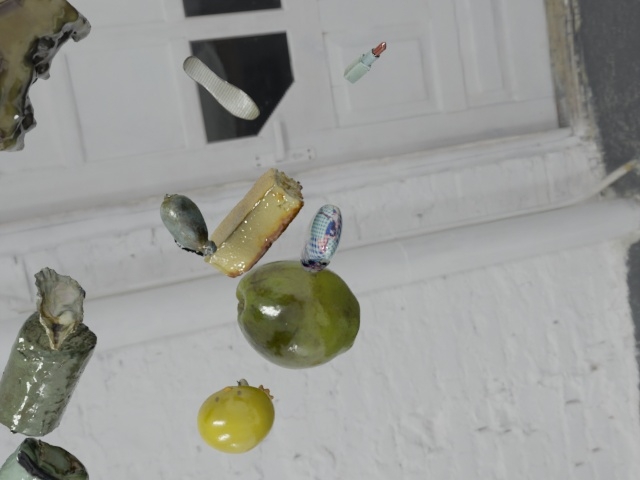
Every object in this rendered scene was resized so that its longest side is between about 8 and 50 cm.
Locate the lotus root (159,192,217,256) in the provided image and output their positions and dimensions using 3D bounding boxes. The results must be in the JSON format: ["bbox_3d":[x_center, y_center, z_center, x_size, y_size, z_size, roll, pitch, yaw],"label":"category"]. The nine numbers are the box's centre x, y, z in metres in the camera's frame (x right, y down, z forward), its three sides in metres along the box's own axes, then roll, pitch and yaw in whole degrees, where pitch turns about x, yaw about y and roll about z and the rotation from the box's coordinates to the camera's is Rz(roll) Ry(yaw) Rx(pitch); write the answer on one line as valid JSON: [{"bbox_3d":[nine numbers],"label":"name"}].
[{"bbox_3d":[-0.290,-0.030,1.470,0.165,0.088,0.088,56,163,-7],"label":"lotus root"}]

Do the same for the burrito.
[{"bbox_3d":[-0.470,0.401,1.044,0.144,0.228,0.089,43,-164,-31],"label":"burrito"}]

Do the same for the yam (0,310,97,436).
[{"bbox_3d":[-0.711,0.335,1.750,0.300,0.195,0.195,-61,33,17],"label":"yam"}]

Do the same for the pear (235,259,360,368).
[{"bbox_3d":[-0.072,0.238,2.171,0.352,0.413,0.352,-167,90,-78],"label":"pear"}]

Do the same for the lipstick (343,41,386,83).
[{"bbox_3d":[0.097,-0.373,1.408,0.129,0.030,0.030,-31,38,51],"label":"lipstick"}]

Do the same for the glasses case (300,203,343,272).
[{"bbox_3d":[0.000,0.000,1.611,0.327,0.076,0.125,130,151,-77],"label":"glasses case"}]

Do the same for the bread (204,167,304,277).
[{"bbox_3d":[-0.163,-0.043,1.685,0.114,0.275,0.185,40,-167,-17],"label":"bread"}]

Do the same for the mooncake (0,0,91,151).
[{"bbox_3d":[-0.726,-0.406,1.588,0.246,0.392,0.395,-165,62,-82],"label":"mooncake"}]

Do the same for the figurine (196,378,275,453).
[{"bbox_3d":[-0.227,0.484,1.935,0.343,0.214,0.187,5,-116,-88],"label":"figurine"}]

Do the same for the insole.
[{"bbox_3d":[-0.280,-0.423,1.913,0.086,0.253,0.005,-44,16,35],"label":"insole"}]

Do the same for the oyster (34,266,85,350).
[{"bbox_3d":[-0.458,0.109,1.202,0.146,0.121,0.045,48,127,9],"label":"oyster"}]
